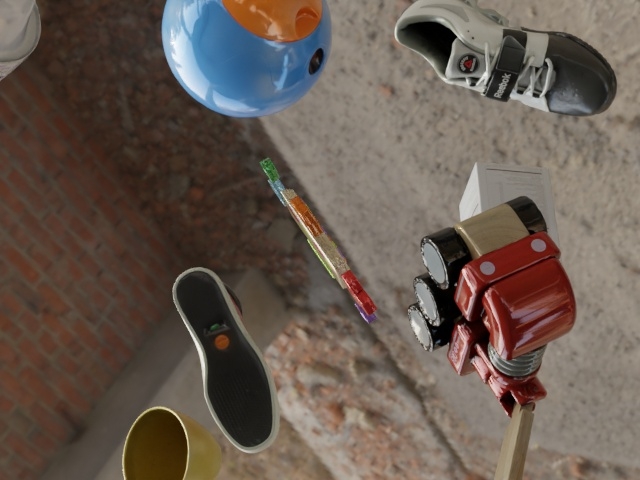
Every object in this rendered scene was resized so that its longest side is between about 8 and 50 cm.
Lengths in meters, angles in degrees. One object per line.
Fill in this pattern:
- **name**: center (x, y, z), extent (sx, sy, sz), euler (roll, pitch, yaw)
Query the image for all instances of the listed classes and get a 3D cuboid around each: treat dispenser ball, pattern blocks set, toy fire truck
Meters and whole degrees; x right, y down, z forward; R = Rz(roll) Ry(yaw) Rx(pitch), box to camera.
- **treat dispenser ball**: center (-0.124, -0.352, 1.775), extent (0.288, 0.288, 0.288), euler (25, 149, 17)
- **pattern blocks set**: center (0.000, 0.000, 1.775), extent (0.325, 0.026, 0.285), euler (55, 176, 9)
- **toy fire truck**: center (0.185, 0.118, 1.051), extent (0.246, 0.158, 0.217), euler (60, 163, 28)

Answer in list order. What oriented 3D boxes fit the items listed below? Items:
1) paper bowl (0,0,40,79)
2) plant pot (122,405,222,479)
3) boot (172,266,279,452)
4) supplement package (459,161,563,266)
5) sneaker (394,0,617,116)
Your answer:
- **paper bowl**: center (-0.486, -0.341, 1.358), extent (0.148, 0.284, 0.284), euler (-33, 112, 25)
- **plant pot**: center (-0.192, 0.299, 1.441), extent (0.134, 0.134, 0.095), euler (5, 172, 41)
- **boot**: center (-0.112, 0.158, 1.380), extent (0.176, 0.088, 0.244), euler (69, 179, -81)
- **supplement package**: center (0.328, 0.002, 1.825), extent (0.139, 0.244, 0.134), euler (5, 144, -5)
- **sneaker**: center (0.250, -0.248, 1.484), extent (0.330, 0.146, 0.123), euler (28, 130, 24)
